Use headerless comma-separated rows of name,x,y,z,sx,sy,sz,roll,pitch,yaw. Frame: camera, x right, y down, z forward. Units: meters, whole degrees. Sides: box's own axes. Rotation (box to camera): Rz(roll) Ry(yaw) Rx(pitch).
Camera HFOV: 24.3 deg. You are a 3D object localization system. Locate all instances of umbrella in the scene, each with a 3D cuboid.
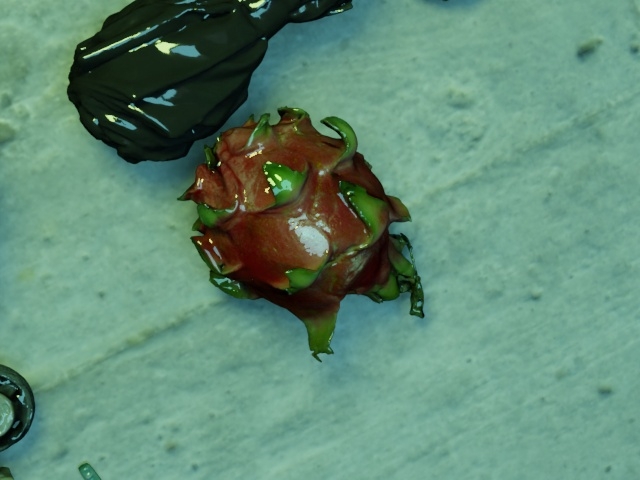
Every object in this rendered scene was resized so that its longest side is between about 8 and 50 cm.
umbrella,-0.031,-0.186,1.019,0.340,0.118,0.118,-45,111,-7

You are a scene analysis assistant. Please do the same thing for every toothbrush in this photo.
toothbrush,-0.133,0.232,1.113,0.011,0.014,0.167,-32,109,-2

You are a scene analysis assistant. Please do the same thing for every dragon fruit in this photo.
dragon fruit,-0.001,0.003,1.061,0.137,0.135,0.236,-49,131,-12

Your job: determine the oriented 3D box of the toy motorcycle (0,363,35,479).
toy motorcycle,-0.284,0.189,1.020,0.152,0.073,0.225,9,96,-20
